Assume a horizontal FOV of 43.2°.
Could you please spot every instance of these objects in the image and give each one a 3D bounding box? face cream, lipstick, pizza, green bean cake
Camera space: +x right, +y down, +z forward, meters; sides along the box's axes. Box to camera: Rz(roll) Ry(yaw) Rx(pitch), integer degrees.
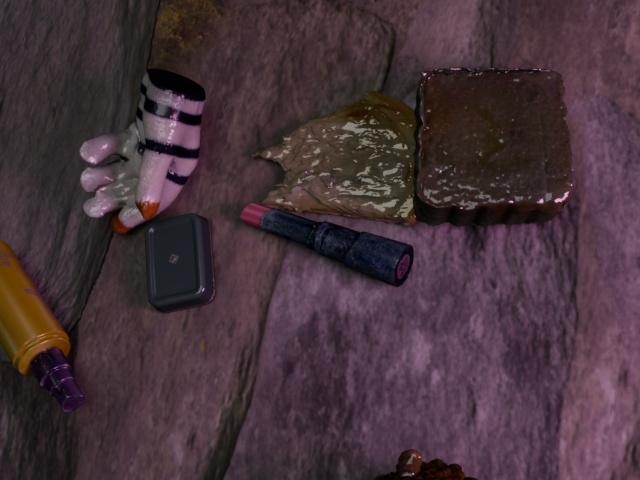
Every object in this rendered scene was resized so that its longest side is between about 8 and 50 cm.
[{"bbox_3d":[-0.392,0.116,1.077,0.078,0.078,0.273,-42,63,0],"label":"face cream"},{"bbox_3d":[0.000,0.000,1.007,0.234,0.053,0.053,17,77,27],"label":"lipstick"},{"bbox_3d":[0.025,-0.106,1.041,0.262,0.034,0.181,0,72,19],"label":"pizza"},{"bbox_3d":[0.193,-0.103,0.936,0.173,0.094,0.181,-1,70,5],"label":"green bean cake"}]

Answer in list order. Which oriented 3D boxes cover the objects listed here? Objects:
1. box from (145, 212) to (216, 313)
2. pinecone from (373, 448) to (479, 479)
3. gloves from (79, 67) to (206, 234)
[{"bbox_3d":[-0.187,0.028,1.065,0.091,0.031,0.126,-12,69,15],"label":"box"},{"bbox_3d":[0.111,0.317,0.783,0.186,0.168,0.212,-17,65,-33],"label":"pinecone"},{"bbox_3d":[-0.232,-0.113,1.095,0.140,0.131,0.218,30,113,23],"label":"gloves"}]
